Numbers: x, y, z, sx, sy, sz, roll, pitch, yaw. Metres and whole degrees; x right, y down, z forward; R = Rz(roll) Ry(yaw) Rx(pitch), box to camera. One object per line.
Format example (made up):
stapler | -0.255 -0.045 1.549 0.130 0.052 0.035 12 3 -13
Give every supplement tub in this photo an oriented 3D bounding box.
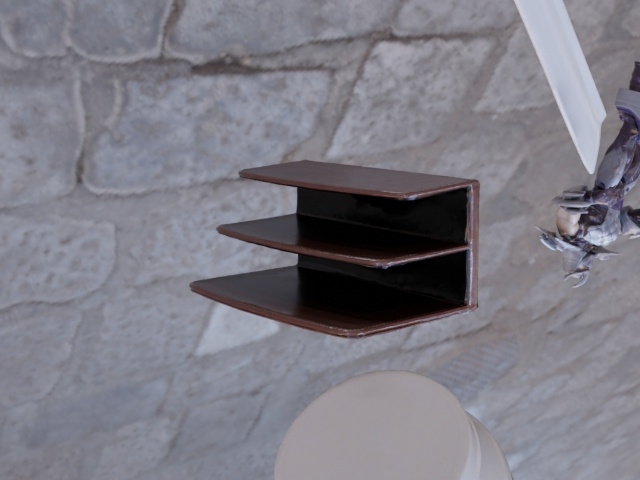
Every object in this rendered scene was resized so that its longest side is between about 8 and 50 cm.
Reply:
supplement tub | 0.103 0.313 0.997 0.235 0.235 0.325 -28 128 -2

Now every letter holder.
letter holder | 0.000 0.000 1.099 0.214 0.302 0.152 -10 105 -40

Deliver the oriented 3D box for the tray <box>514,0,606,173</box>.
tray | 0.147 -0.180 0.660 0.030 0.145 0.270 -22 136 17

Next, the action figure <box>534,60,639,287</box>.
action figure | 0.364 -0.072 1.165 0.185 0.099 0.285 6 107 -54
